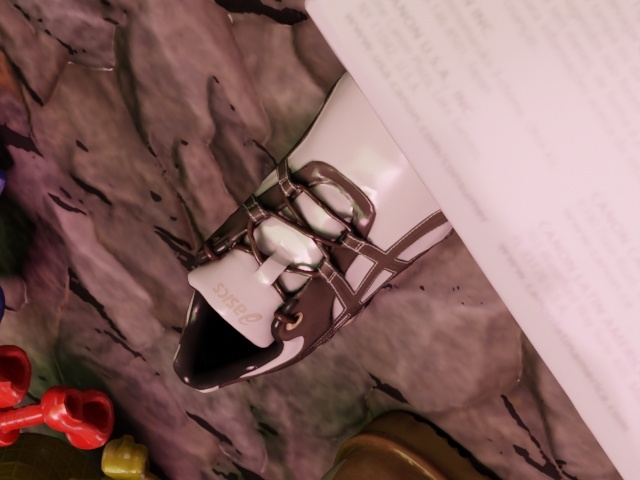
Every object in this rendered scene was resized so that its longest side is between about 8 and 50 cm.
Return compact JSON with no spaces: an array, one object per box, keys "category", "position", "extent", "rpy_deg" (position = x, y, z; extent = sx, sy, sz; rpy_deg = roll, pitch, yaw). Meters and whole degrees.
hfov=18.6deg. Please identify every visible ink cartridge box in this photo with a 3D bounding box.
[{"category":"ink cartridge box","position":[0.229,-0.052,0.604],"extent":[0.385,0.091,0.308],"rpy_deg":[-30,97,31]}]

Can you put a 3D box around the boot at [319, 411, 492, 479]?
[{"category":"boot","position":[0.022,0.221,0.807],"extent":[0.236,0.269,0.089],"rpy_deg":[35,138,16]}]

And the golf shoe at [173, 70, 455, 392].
[{"category":"golf shoe","position":[0.000,0.000,0.802],"extent":[0.077,0.094,0.198],"rpy_deg":[41,136,11]}]

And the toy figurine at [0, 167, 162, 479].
[{"category":"toy figurine","position":[-0.175,0.009,0.922],"extent":[0.191,0.217,0.362],"rpy_deg":[-17,144,31]}]
